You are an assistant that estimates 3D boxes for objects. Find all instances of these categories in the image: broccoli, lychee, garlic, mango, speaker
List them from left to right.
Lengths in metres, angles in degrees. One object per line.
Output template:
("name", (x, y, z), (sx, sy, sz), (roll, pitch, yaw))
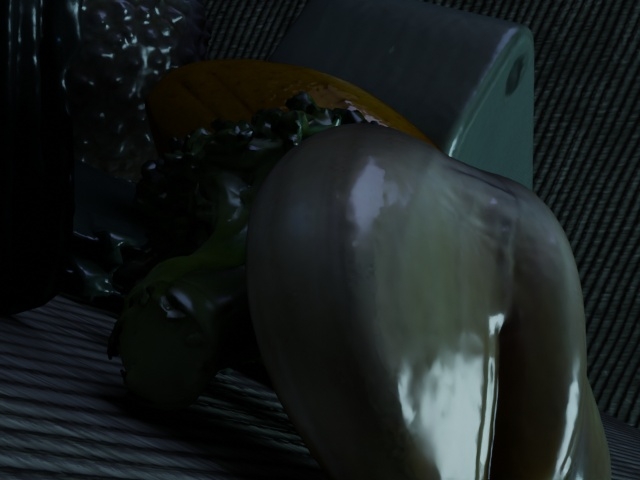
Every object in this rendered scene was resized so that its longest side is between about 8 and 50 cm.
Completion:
("lychee", (-0.237, -0.163, 1.305), (0.300, 0.300, 0.300), (25, 1, 0))
("broccoli", (-0.029, 0.052, 0.820), (0.198, 0.177, 0.275), (60, 19, -23))
("mango", (0.000, 0.000, 1.073), (0.199, 0.201, 0.350), (-19, 58, -39))
("speaker", (0.071, -0.032, 1.333), (0.184, 0.183, 0.406), (20, -31, 20))
("garlic", (0.059, 0.031, 0.725), (0.217, 0.110, 0.228), (18, 48, -45))

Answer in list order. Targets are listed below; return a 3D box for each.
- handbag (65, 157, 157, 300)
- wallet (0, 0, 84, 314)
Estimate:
("handbag", (-0.213, -0.031, 1.070), (0.247, 0.079, 0.260), (26, 3, -18))
("wallet", (-0.283, -0.132, 0.862), (0.406, 0.228, 0.062), (26, 29, 35))
